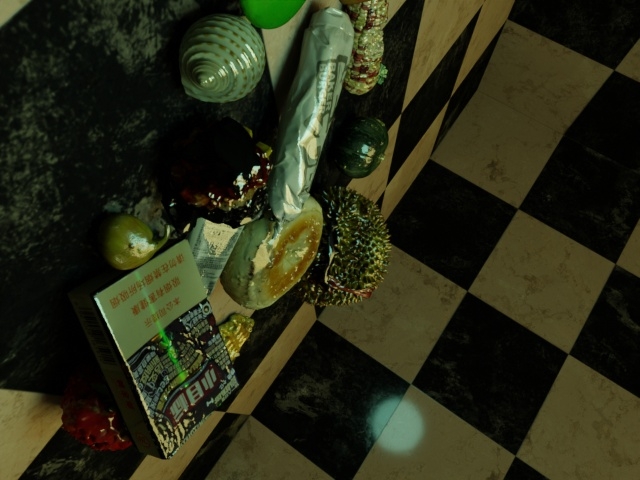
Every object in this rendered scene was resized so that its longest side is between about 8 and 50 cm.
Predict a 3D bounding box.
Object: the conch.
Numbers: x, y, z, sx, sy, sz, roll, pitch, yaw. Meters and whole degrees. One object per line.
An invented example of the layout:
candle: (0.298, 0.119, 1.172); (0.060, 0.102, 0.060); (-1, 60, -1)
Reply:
conch: (-0.130, -0.244, 0.689); (0.135, 0.102, 0.153); (-45, 178, 43)

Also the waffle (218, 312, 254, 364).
waffle: (-0.317, 0.361, 1.519); (0.312, 0.060, 0.307); (-60, 165, 10)

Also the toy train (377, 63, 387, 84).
toy train: (0.161, -0.464, 1.381); (0.053, 0.033, 0.083); (-66, 165, 21)

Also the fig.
fig: (-0.274, 0.004, 0.734); (0.082, 0.098, 0.084); (-110, -148, -85)

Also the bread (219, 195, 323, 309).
bread: (-0.121, 0.009, 1.156); (0.305, 0.158, 0.305); (-49, 158, -28)

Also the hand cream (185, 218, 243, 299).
hand cream: (-0.229, 0.019, 0.996); (0.124, 0.078, 0.341); (11, 114, -39)

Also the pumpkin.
pumpkin: (0.118, -0.268, 1.435); (0.190, 0.146, 0.190); (-166, -90, -90)

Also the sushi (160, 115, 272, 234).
sushi: (-0.155, -0.110, 0.787); (0.172, 0.153, 0.150); (-24, 171, -32)

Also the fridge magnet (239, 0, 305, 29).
fridge magnet: (-0.051, -0.381, 0.644); (0.208, 0.088, 0.208); (-57, 166, -23)

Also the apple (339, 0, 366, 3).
apple: (0.094, -0.444, 0.679); (0.254, 0.179, 0.346); (-49, -162, 35)

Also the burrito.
burrito: (-0.035, -0.216, 0.975); (0.139, 0.101, 0.446); (-94, -159, -75)

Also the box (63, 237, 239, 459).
box: (-0.267, 0.174, 0.835); (0.198, 0.084, 0.310); (-41, 123, -51)

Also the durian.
durian: (0.044, 0.032, 1.516); (0.384, 0.347, 0.347); (-51, 172, 28)

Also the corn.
corn: (0.093, -0.435, 1.057); (0.098, 0.098, 0.290); (-51, 165, -25)

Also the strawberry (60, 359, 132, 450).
strawberry: (-0.378, 0.287, 0.905); (0.184, 0.187, 0.201); (14, 146, -39)
